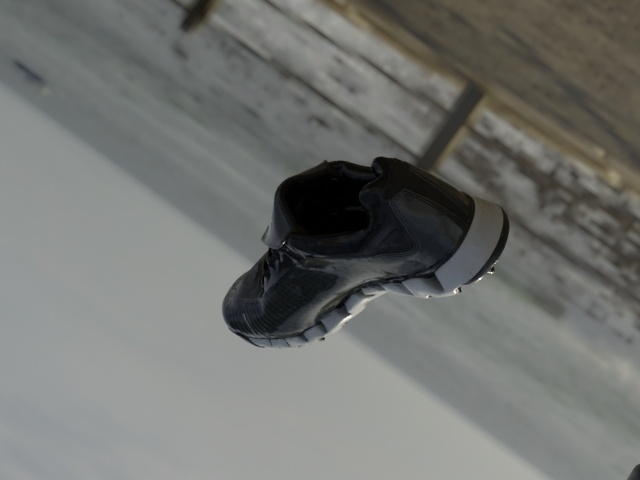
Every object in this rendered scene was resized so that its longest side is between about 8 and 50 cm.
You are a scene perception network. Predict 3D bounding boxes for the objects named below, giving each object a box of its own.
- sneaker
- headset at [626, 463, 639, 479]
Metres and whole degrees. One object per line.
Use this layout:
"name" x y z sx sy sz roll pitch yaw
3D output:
"sneaker" 0.000 0.000 1.073 0.106 0.078 0.234 37 146 -26
"headset" 0.340 0.155 1.284 0.185 0.243 0.394 33 -164 25
